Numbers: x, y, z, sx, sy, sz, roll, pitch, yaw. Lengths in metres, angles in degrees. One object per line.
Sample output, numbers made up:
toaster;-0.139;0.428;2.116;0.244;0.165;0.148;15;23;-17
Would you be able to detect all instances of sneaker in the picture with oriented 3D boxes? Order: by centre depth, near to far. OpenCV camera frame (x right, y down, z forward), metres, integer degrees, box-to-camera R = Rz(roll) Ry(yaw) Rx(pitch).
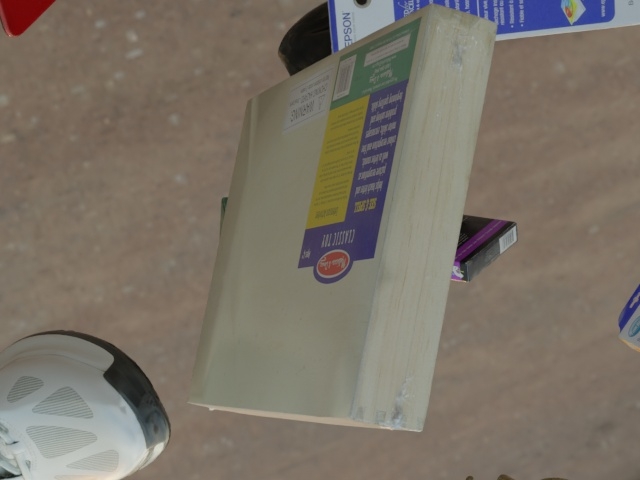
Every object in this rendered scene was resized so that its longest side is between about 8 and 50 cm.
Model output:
sneaker;-0.356;0.229;1.463;0.447;0.169;0.257;-13;-159;38

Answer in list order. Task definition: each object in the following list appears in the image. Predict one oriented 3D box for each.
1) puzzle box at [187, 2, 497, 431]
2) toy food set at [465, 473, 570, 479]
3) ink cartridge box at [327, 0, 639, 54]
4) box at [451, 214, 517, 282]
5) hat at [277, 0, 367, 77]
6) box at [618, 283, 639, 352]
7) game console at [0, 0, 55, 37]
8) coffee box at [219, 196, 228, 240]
puzzle box;0.000;0.000;1.157;0.052;0.272;0.409;14;172;-18
toy food set;0.187;0.251;1.451;0.122;0.078;0.019;3;131;25
ink cartridge box;0.183;-0.298;1.627;0.371;0.176;0.069;-8;-162;-8
box;0.124;0.002;1.767;0.162;0.029;0.116;11;-150;34
hat;0.039;-0.206;1.805;0.331;0.134;0.331;-40;155;-23
box;0.343;0.082;1.474;0.028;0.136;0.081;37;87;-38
game console;-0.197;-0.227;1.008;0.144;0.124;0.085;-54;-178;-35
coffee box;-0.054;0.035;1.677;0.113;0.040;0.184;0;128;-9
